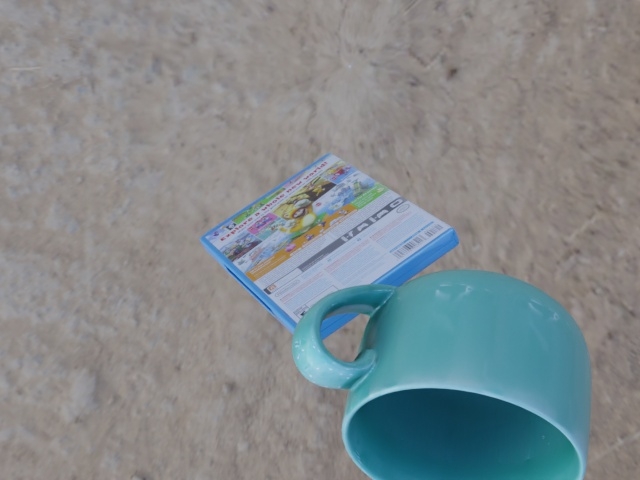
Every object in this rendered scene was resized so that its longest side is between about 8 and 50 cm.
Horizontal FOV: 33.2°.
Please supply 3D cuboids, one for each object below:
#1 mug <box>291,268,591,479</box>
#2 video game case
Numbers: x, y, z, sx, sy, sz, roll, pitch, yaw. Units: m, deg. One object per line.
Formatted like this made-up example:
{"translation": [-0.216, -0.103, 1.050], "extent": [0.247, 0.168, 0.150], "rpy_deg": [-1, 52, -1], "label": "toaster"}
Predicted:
{"translation": [0.077, 0.069, 0.585], "extent": [0.129, 0.097, 0.158], "rpy_deg": [-12, 133, 30], "label": "mug"}
{"translation": [0.000, 0.000, 0.722], "extent": [0.119, 0.166, 0.015], "rpy_deg": [-34, 124, -13], "label": "video game case"}
